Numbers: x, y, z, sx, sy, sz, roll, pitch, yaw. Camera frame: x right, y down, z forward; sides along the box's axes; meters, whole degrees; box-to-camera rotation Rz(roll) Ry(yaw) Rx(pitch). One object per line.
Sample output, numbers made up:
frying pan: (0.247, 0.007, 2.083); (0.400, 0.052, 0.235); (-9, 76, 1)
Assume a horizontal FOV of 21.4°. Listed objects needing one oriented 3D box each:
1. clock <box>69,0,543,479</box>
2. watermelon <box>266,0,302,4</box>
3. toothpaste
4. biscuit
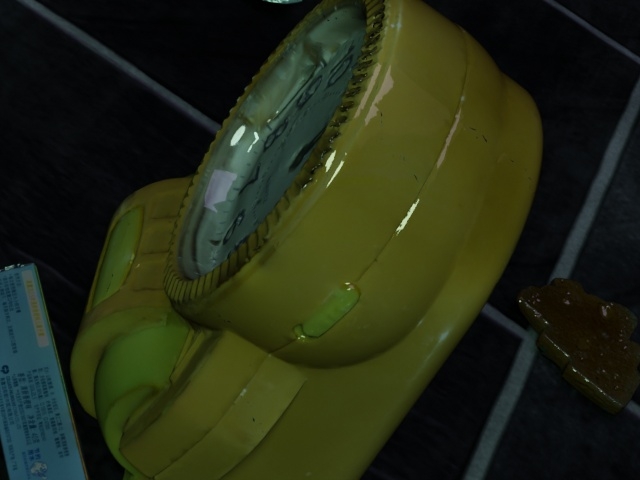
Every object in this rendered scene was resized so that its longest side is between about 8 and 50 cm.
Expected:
clock: (0.000, 0.000, 1.012); (0.200, 0.317, 0.244); (27, 36, -19)
watermelon: (-0.040, -0.238, 1.448); (0.085, 0.061, 0.085); (16, 34, -11)
toothpaste: (-0.164, 0.109, 0.990); (0.044, 0.070, 0.193); (-14, 52, -9)
biscuit: (0.206, 0.082, 1.312); (0.119, 0.019, 0.130); (12, 42, -27)
